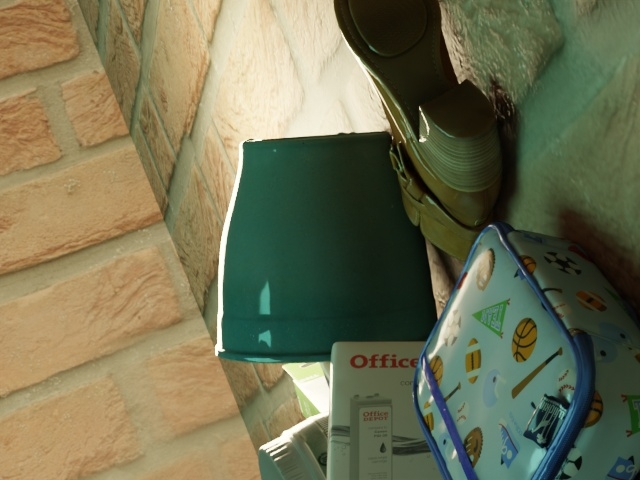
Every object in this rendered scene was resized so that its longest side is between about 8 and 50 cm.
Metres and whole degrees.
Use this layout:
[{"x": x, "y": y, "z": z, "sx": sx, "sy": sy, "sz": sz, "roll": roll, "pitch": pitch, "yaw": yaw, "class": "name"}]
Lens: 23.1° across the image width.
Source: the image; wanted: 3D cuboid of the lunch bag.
[{"x": 0.182, "y": 0.144, "z": 1.391, "sx": 0.303, "sy": 0.115, "sz": 0.243, "roll": -108, "pitch": 39, "yaw": -57, "class": "lunch bag"}]

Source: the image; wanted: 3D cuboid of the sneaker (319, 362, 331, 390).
[{"x": 0.106, "y": 0.255, "z": 2.102, "sx": 0.148, "sy": 0.131, "sz": 0.350, "roll": 54, "pitch": -167, "yaw": -84, "class": "sneaker"}]

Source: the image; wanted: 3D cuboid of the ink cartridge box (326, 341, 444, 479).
[{"x": 0.109, "y": 0.251, "z": 1.656, "sx": 0.117, "sy": 0.207, "sz": 0.283, "roll": 85, "pitch": -175, "yaw": -57, "class": "ink cartridge box"}]

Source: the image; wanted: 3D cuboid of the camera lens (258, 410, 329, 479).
[{"x": 0.089, "y": 0.286, "z": 1.845, "sx": 0.219, "sy": 0.274, "sz": 0.219, "roll": 160, "pitch": 90, "yaw": -76, "class": "camera lens"}]

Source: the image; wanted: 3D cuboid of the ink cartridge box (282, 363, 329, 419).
[{"x": 0.029, "y": 0.234, "z": 2.353, "sx": 0.209, "sy": 0.109, "sz": 0.062, "roll": -140, "pitch": 34, "yaw": -64, "class": "ink cartridge box"}]

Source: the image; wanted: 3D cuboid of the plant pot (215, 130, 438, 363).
[{"x": 0.000, "y": 0.000, "z": 1.863, "sx": 0.272, "sy": 0.272, "sz": 0.255, "roll": -170, "pitch": 75, "yaw": -74, "class": "plant pot"}]

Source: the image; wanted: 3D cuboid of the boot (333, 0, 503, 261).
[{"x": 0.103, "y": -0.130, "z": 1.622, "sx": 0.283, "sy": 0.109, "sz": 0.220, "roll": 52, "pitch": 163, "yaw": 31, "class": "boot"}]

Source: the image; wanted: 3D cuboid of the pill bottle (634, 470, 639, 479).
[{"x": 0.258, "y": 0.237, "z": 1.450, "sx": 0.219, "sy": 0.123, "sz": 0.122, "roll": -147, "pitch": 39, "yaw": -67, "class": "pill bottle"}]
